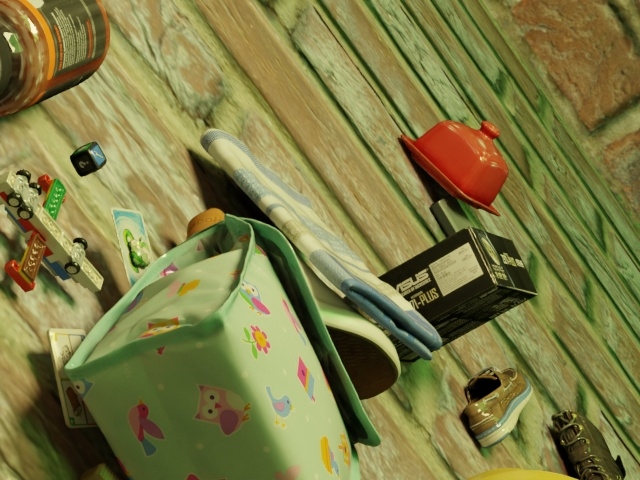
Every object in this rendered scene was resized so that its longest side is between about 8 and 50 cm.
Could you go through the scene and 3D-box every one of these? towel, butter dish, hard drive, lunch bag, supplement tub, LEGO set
[{"bbox_3d":[0.000,0.000,1.524,0.285,0.034,0.209,46,5,39],"label":"towel"},{"bbox_3d":[0.228,-0.131,2.251,0.160,0.118,0.160,46,11,29],"label":"butter dish"},{"bbox_3d":[0.217,-0.005,2.221,0.135,0.022,0.094,58,20,1],"label":"hard drive"},{"bbox_3d":[-0.062,0.116,1.159,0.223,0.160,0.262,65,16,-14],"label":"lunch bag"},{"bbox_3d":[-0.254,-0.161,1.211,0.106,0.106,0.198,56,19,-6],"label":"supplement tub"},{"bbox_3d":[-0.194,0.034,1.182,0.182,0.060,0.244,9,64,-65],"label":"LEGO set"}]

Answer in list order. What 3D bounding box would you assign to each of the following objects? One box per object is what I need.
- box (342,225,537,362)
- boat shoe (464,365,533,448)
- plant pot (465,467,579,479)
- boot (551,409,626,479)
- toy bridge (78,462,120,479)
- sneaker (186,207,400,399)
[{"bbox_3d":[0.139,0.065,1.699,0.147,0.180,0.077,14,49,-62],"label":"box"},{"bbox_3d":[0.225,0.196,1.883,0.066,0.066,0.183,55,20,-6],"label":"boat shoe"},{"bbox_3d":[0.188,0.326,1.387,0.254,0.254,0.239,56,4,-6],"label":"plant pot"},{"bbox_3d":[0.377,0.333,2.045,0.263,0.091,0.229,39,22,-51],"label":"boot"},{"bbox_3d":[-0.156,0.229,0.989,0.063,0.026,0.188,53,19,-19],"label":"toy bridge"},{"bbox_3d":[-0.021,0.057,1.441,0.290,0.106,0.123,38,30,-41],"label":"sneaker"}]
